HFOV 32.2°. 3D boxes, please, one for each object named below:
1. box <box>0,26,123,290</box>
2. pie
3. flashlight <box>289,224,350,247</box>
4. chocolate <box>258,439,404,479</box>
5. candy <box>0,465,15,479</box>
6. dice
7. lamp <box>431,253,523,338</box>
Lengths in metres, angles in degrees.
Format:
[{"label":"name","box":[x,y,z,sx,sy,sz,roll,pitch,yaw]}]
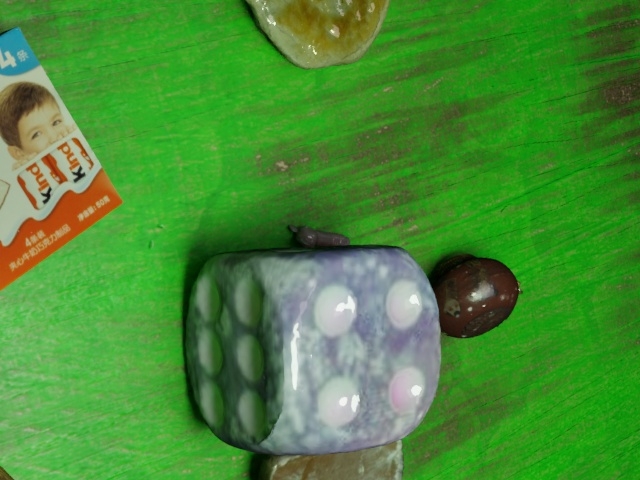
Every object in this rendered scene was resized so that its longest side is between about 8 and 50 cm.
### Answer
[{"label":"box","box":[-0.415,-0.083,1.359,0.273,0.048,0.265,-40,112,-29]},{"label":"pie","box":[-0.001,-0.420,1.677,0.337,0.075,0.338,0,89,-37]},{"label":"flashlight","box":[0.000,0.000,1.702,0.110,0.052,0.031,9,120,-42]},{"label":"chocolate","box":[0.007,0.348,1.674,0.253,0.080,0.157,-15,113,-34]},{"label":"candy","box":[-0.451,0.395,1.324,0.143,0.101,0.271,45,70,-21]},{"label":"dice","box":[-0.013,0.144,1.541,0.271,0.270,0.270,-3,91,-36]},{"label":"lamp","box":[0.244,0.085,1.823,0.135,0.156,0.157,61,11,24]}]
